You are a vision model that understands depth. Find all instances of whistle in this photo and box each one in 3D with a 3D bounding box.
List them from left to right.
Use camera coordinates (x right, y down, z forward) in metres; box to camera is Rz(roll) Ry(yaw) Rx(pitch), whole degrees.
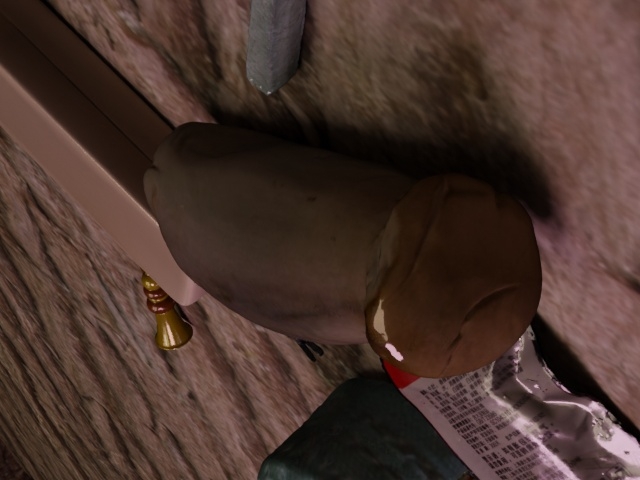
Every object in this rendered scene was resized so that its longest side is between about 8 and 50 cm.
[{"bbox_3d":[-0.179,0.065,1.549,0.046,0.057,0.109,-7,125,10],"label":"whistle"}]

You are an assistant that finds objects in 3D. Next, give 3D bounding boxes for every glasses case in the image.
[{"bbox_3d":[-0.208,-0.094,1.255,0.336,0.076,0.144,45,158,9],"label":"glasses case"}]

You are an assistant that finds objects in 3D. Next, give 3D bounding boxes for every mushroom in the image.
[{"bbox_3d":[0.002,0.008,0.955,0.407,0.137,0.154,22,134,61],"label":"mushroom"}]

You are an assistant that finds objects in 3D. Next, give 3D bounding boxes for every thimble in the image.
[{"bbox_3d":[0.050,0.237,1.239,0.198,0.143,0.235,46,161,8],"label":"thimble"}]

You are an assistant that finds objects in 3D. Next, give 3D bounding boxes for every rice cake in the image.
[{"bbox_3d":[-0.027,-0.147,0.870,0.029,0.033,0.171,46,160,16],"label":"rice cake"}]

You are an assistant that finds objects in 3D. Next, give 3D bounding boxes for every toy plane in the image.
[{"bbox_3d":[-0.045,0.066,1.282,0.120,0.031,0.049,38,166,17],"label":"toy plane"}]

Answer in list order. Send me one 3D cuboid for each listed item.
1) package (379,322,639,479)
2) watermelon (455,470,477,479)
[{"bbox_3d":[0.153,0.147,0.969,0.239,0.030,0.154,49,134,0],"label":"package"},{"bbox_3d":[0.185,0.212,1.050,0.187,0.071,0.139,23,132,26],"label":"watermelon"}]
